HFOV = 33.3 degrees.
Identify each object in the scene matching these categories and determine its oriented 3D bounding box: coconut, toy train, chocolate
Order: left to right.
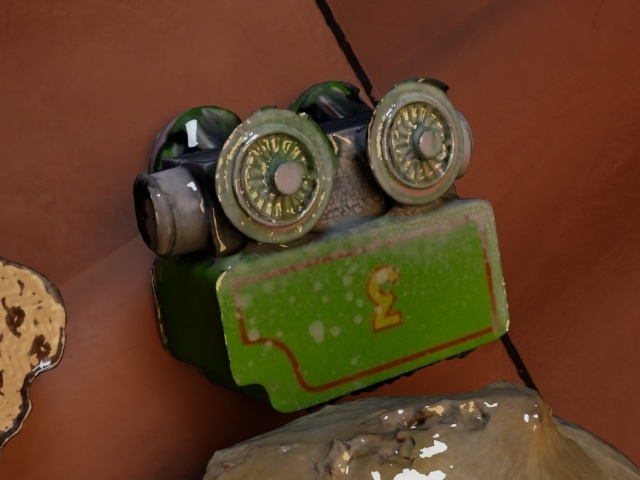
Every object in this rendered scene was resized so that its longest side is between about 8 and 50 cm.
[{"bbox_3d":[-0.294,0.058,0.735,0.214,0.093,0.148,31,72,-23],"label":"chocolate"},{"bbox_3d":[0.000,0.000,0.875,0.307,0.173,0.248,-15,101,-30],"label":"toy train"},{"bbox_3d":[0.083,0.265,0.737,0.405,0.404,0.404,3,83,-30],"label":"coconut"}]

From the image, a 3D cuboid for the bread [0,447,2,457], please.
[{"bbox_3d":[-0.293,0.133,0.628,0.192,0.067,0.119,29,35,-18],"label":"bread"}]
